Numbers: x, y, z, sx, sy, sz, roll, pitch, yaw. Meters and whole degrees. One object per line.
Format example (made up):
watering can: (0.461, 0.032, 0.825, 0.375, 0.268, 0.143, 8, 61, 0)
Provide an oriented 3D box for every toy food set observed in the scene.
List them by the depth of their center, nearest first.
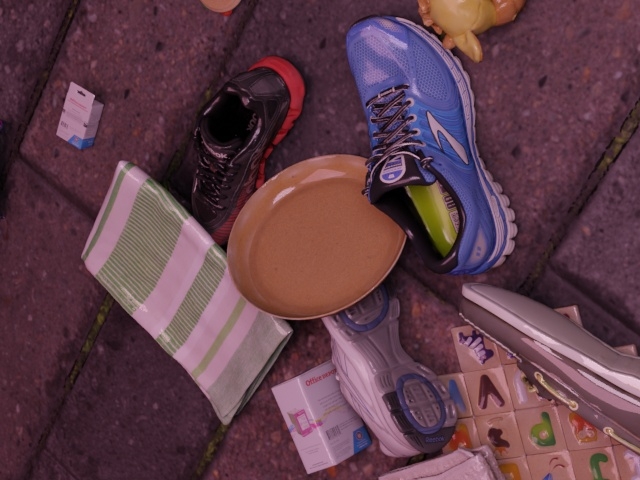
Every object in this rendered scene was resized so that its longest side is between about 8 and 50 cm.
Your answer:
toy food set: (-0.128, -0.331, 1.868, 0.083, 0.020, 0.082, -31, 84, 33)

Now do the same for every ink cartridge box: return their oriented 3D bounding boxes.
ink cartridge box: (0.002, 0.224, 1.872, 0.052, 0.088, 0.122, -24, 87, 37)
ink cartridge box: (-0.332, -0.176, 2.030, 0.048, 0.028, 0.083, 31, 116, 23)

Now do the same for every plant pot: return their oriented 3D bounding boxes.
plant pot: (0.000, 0.000, 1.782, 0.236, 0.032, 0.236, -12, 53, 17)

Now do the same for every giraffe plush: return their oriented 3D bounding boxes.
giraffe plush: (0.175, -0.294, 1.608, 0.210, 0.181, 0.170, 5, 132, 3)

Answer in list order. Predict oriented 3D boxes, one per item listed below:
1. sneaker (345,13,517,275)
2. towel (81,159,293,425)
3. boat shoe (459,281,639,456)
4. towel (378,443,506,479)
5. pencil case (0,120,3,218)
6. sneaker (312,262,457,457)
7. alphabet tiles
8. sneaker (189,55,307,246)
sneaker: (0.113, -0.110, 1.689, 0.130, 0.147, 0.330, -28, 84, 34)
towel: (-0.188, 0.069, 1.947, 0.325, 0.038, 0.248, 48, 140, 14)
boat shoe: (0.280, 0.146, 1.651, 0.305, 0.109, 0.091, 29, 110, 20)
towel: (0.188, 0.397, 1.804, 0.187, 0.049, 0.282, -27, 89, 39)
pencil case: (-0.495, -0.102, 2.130, 0.070, 0.064, 0.151, 21, 113, 44)
sneaker: (0.052, 0.142, 1.814, 0.297, 0.111, 0.129, 66, 148, 13)
alphabet tiles: (0.273, 0.255, 1.752, 0.285, 0.011, 0.342, -13, 94, 34)
sneaker: (-0.118, -0.104, 1.847, 0.098, 0.135, 0.276, 36, 119, 19)
